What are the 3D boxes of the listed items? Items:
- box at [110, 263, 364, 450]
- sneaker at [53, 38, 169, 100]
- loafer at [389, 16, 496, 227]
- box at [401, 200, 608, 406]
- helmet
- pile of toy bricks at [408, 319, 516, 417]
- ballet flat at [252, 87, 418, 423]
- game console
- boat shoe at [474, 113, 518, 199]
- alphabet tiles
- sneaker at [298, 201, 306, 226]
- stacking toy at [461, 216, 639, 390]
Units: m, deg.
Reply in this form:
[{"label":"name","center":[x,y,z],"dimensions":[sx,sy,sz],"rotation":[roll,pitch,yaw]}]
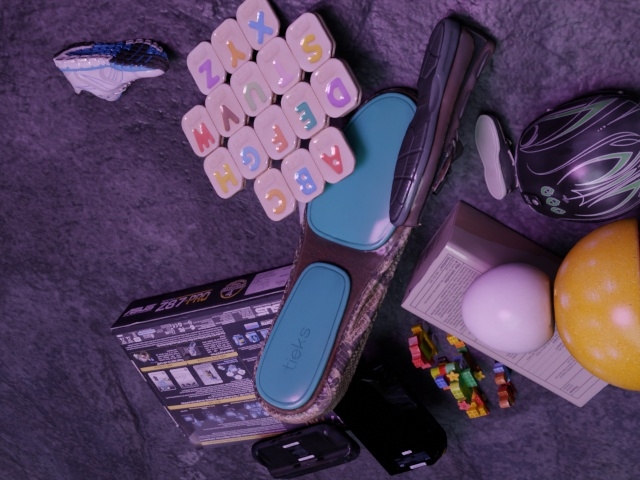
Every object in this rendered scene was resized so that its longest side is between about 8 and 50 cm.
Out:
[{"label":"box","center":[-0.134,0.220,1.452],"dimensions":[0.394,0.097,0.318],"rotation":[-15,116,28]},{"label":"sneaker","center":[-0.298,-0.246,1.200],"dimensions":[0.190,0.071,0.083],"rotation":[7,133,26]},{"label":"loafer","center":[0.156,-0.140,1.019],"dimensions":[0.084,0.096,0.268],"rotation":[14,91,-12]},{"label":"box","center":[0.292,0.094,1.185],"dimensions":[0.311,0.121,0.148],"rotation":[30,128,-3]},{"label":"helmet","center":[0.343,-0.103,1.010],"dimensions":[0.161,0.169,0.169],"rotation":[-10,122,46]},{"label":"pile of toy bricks","center":[0.232,0.225,1.314],"dimensions":[0.118,0.105,0.212],"rotation":[-21,115,31]},{"label":"ballet flat","center":[0.045,0.028,1.161],"dimensions":[0.164,0.182,0.483],"rotation":[21,90,25]},{"label":"game console","center":[0.024,0.334,1.399],"dimensions":[0.361,0.044,0.213],"rotation":[-26,113,31]},{"label":"boat shoe","center":[0.243,-0.117,1.105],"dimensions":[0.046,0.038,0.125],"rotation":[27,140,59]},{"label":"alphabet tiles","center":[-0.075,-0.179,1.115],"dimensions":[0.284,0.021,0.278],"rotation":[-32,84,35]},{"label":"sneaker","center":[0.000,0.000,1.243],"dimensions":[0.080,0.094,0.212],"rotation":[5,126,18]},{"label":"stacking toy","center":[0.405,0.071,0.970],"dimensions":[0.479,0.351,0.351],"rotation":[-3,123,20]}]
